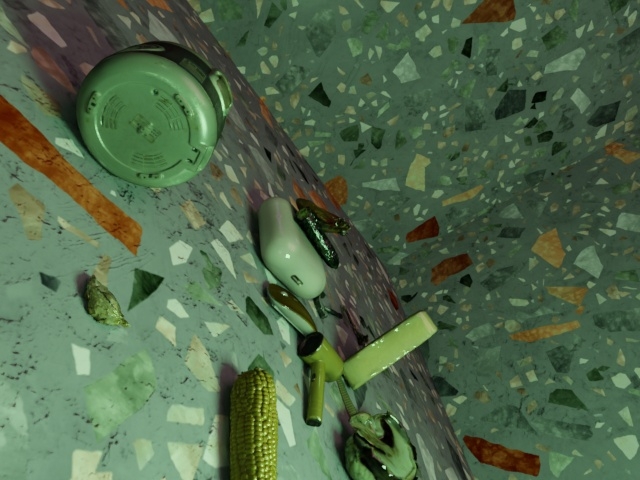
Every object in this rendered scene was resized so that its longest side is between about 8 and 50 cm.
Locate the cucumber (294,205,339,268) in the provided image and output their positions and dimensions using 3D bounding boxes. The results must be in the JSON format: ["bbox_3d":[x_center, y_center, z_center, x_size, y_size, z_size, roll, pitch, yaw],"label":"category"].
[{"bbox_3d":[0.000,0.000,1.457,0.245,0.067,0.067,56,13,-14],"label":"cucumber"}]

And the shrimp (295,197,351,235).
[{"bbox_3d":[0.009,-0.079,1.473,0.294,0.062,0.154,20,-26,49],"label":"shrimp"}]

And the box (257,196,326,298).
[{"bbox_3d":[-0.100,0.020,1.493,0.288,0.141,0.349,49,16,-35],"label":"box"}]

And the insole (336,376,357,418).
[{"bbox_3d":[0.084,0.510,1.398,0.086,0.005,0.253,37,26,-61],"label":"insole"}]

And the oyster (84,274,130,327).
[{"bbox_3d":[-0.341,0.100,0.674,0.083,0.038,0.080,36,-18,45],"label":"oyster"}]

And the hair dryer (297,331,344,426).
[{"bbox_3d":[-0.002,0.395,1.188,0.135,0.090,0.278,56,19,-23],"label":"hair dryer"}]

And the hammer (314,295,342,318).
[{"bbox_3d":[0.037,0.275,1.706,0.246,0.029,0.103,38,25,-62],"label":"hammer"}]

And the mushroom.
[{"bbox_3d":[0.159,0.605,1.225,0.247,0.130,0.344,45,8,12],"label":"mushroom"}]

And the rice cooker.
[{"bbox_3d":[-0.343,-0.280,0.930,0.288,0.288,0.277,53,16,-27],"label":"rice cooker"}]

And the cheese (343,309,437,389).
[{"bbox_3d":[0.228,0.419,1.612,0.104,0.384,0.384,55,11,16],"label":"cheese"}]

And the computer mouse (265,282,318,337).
[{"bbox_3d":[-0.075,0.218,1.307,0.245,0.056,0.126,49,3,-32],"label":"computer mouse"}]

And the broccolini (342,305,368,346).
[{"bbox_3d":[0.145,0.379,1.890,0.194,0.054,0.052,56,-19,14],"label":"broccolini"}]

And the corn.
[{"bbox_3d":[-0.120,0.353,0.782,0.091,0.091,0.260,14,34,-20],"label":"corn"}]
